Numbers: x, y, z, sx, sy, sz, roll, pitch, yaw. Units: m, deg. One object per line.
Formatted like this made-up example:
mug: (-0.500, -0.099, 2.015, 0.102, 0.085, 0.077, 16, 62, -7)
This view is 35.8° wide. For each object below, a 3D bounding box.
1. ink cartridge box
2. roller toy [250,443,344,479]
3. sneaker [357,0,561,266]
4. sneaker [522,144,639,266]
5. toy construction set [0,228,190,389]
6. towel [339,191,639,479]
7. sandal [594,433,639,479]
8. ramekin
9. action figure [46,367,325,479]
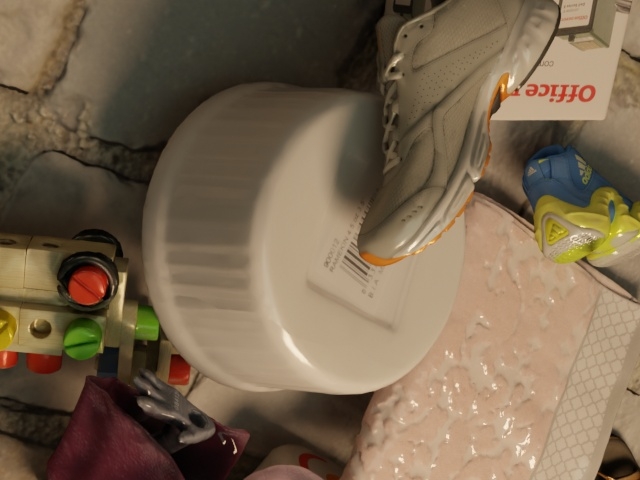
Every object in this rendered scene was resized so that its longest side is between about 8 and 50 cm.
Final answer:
ink cartridge box: (0.172, -0.249, 0.876, 0.198, 0.115, 0.273, -3, 114, -20)
roller toy: (-0.013, 0.319, 1.014, 0.191, 0.209, 0.146, 40, 95, 8)
sneaker: (0.076, -0.107, 0.768, 0.121, 0.099, 0.263, 32, 75, -15)
sneaker: (0.286, -0.043, 1.031, 0.091, 0.126, 0.240, -30, 161, 31)
toy construction set: (-0.259, 0.091, 0.831, 0.327, 0.151, 0.215, 1, 110, -23)
towel: (0.202, 0.161, 1.054, 0.316, 0.053, 0.332, 28, 82, -29)
sandal: (0.376, 0.320, 1.245, 0.090, 0.060, 0.219, -37, 121, -3)
ramekin: (0.000, 0.000, 0.842, 0.277, 0.135, 0.277, -4, 96, -43)
action figure: (-0.194, 0.282, 0.812, 0.370, 0.248, 0.275, -49, 142, 12)
